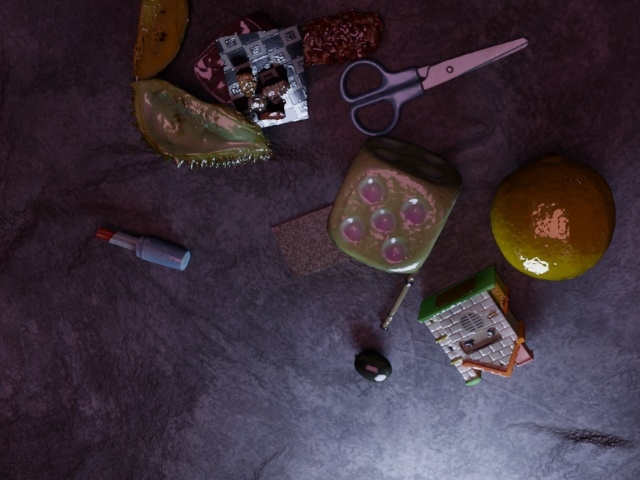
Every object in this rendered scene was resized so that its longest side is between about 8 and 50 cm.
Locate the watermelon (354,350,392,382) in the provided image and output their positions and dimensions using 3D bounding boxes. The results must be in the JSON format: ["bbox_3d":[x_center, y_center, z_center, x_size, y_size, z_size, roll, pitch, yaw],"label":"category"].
[{"bbox_3d":[0.141,0.342,1.994,0.111,0.078,0.078,22,114,7],"label":"watermelon"}]

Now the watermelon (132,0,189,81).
[{"bbox_3d":[-0.398,-0.539,1.778,0.123,0.129,0.301,21,122,8],"label":"watermelon"}]

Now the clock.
[{"bbox_3d":[0.411,0.228,1.867,0.220,0.106,0.255,-30,105,24],"label":"clock"}]

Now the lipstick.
[{"bbox_3d":[-0.504,0.014,2.054,0.274,0.061,0.068,18,116,8],"label":"lipstick"}]

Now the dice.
[{"bbox_3d":[0.172,-0.086,1.727,0.250,0.252,0.254,26,117,5],"label":"dice"}]

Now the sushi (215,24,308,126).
[{"bbox_3d":[-0.126,-0.360,1.712,0.193,0.043,0.279,-10,141,-5],"label":"sushi"}]

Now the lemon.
[{"bbox_3d":[0.518,-0.050,1.637,0.293,0.293,0.292,5,111,14],"label":"lemon"}]

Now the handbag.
[{"bbox_3d":[-0.192,-0.441,1.757,0.225,0.135,0.146,-35,104,22],"label":"handbag"}]

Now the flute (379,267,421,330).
[{"bbox_3d":[0.215,0.141,1.925,0.027,0.027,0.233,27,114,4],"label":"flute"}]

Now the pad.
[{"bbox_3d":[0.000,0.000,1.942,0.235,0.003,0.158,-20,104,21],"label":"pad"}]

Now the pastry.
[{"bbox_3d":[0.043,-0.472,1.704,0.209,0.097,0.115,-4,119,15],"label":"pastry"}]

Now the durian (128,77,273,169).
[{"bbox_3d":[-0.295,-0.282,1.830,0.395,0.163,0.198,20,113,11],"label":"durian"}]

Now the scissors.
[{"bbox_3d":[0.263,-0.386,1.709,0.447,0.029,0.192,-17,105,21],"label":"scissors"}]
